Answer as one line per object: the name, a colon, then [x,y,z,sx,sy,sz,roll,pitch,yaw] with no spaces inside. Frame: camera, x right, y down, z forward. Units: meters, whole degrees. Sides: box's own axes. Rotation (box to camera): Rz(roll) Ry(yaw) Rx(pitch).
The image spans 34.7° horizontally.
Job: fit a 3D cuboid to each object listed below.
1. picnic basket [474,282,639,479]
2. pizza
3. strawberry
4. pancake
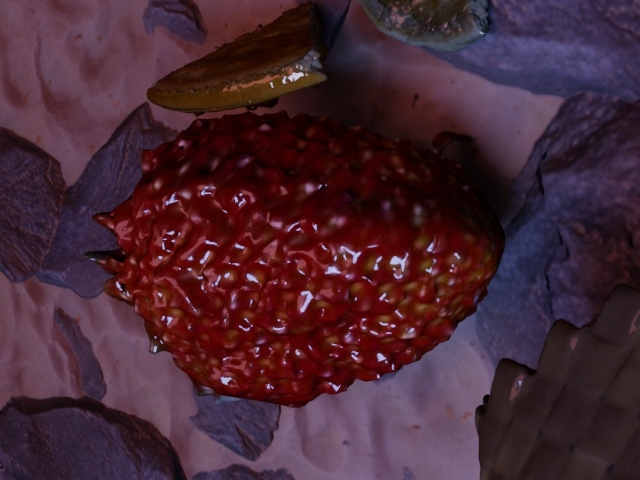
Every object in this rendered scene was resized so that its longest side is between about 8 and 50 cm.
picnic basket: [0.253,0.128,0.633,0.254,0.291,0.321,-40,24,43]
pizza: [-0.043,-0.165,0.955,0.201,0.193,0.053,2,125,43]
strawberry: [0.000,-0.002,0.902,0.343,0.292,0.292,-13,86,22]
pancake: [0.099,-0.288,0.879,0.253,0.037,0.254,9,103,44]
